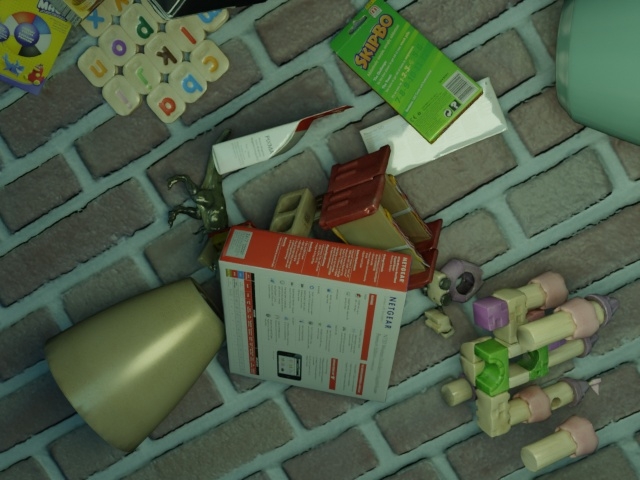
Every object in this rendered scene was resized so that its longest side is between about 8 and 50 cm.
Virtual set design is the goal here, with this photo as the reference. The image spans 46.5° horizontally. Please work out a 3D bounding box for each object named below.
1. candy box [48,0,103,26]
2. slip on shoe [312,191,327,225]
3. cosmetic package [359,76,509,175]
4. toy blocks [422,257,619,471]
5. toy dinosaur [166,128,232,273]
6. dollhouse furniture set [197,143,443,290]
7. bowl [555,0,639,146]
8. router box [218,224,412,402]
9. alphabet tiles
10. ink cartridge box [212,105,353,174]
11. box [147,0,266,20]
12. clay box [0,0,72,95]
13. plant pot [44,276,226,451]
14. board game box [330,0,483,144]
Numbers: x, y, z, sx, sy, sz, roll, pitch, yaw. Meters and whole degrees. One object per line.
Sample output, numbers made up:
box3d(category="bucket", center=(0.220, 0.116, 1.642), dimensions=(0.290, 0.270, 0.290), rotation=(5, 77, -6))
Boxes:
box3d(category="candy box", center=(-0.452, -0.477, 1.281), dimensions=(0.186, 0.053, 0.109), rotation=(45, 65, -22))
box3d(category="slip on shoe", center=(-0.003, -0.051, 1.373), dimensions=(0.135, 0.051, 0.041), rotation=(-20, 136, 2))
box3d(category="cosmetic package", center=(0.198, -0.195, 1.311), dimensions=(0.239, 0.060, 0.099), rotation=(-21, 97, 10))
box3d(category="toy blocks", center=(0.377, 0.181, 1.301), dimensions=(0.260, 0.309, 0.289), rotation=(-16, 112, -23))
box3d(category="toy dinosaur", center=(-0.224, -0.074, 1.387), dimensions=(0.118, 0.064, 0.268), rotation=(0, 99, -7))
box3d(category="dollhouse furniture set", center=(0.000, 0.000, 1.316), dimensions=(0.374, 0.152, 0.201), rotation=(-16, 130, 30))
box3d(category="bowl", center=(0.465, -0.295, 1.165), dimensions=(0.163, 0.311, 0.312), rotation=(5, 101, 26))
box3d(category="router box", center=(-0.013, 0.138, 1.291), dimensions=(0.301, 0.082, 0.335), rotation=(10, 138, 5))
box3d(category="alphabet tiles", center=(-0.309, -0.370, 1.366), dimensions=(0.284, 0.021, 0.278), rotation=(-41, 90, 11))
box3d(category="ink cartridge box", center=(-0.054, -0.175, 1.281), dimensions=(0.232, 0.189, 0.066), rotation=(-11, 99, 8))
box3d(category="box", center=(-0.170, -0.608, 1.049), dimensions=(0.472, 0.480, 0.297), rotation=(48, 121, -2))
box3d(category="clay box", center=(-0.524, -0.387, 1.337), dimensions=(0.127, 0.053, 0.222), rotation=(22, 112, -29))
box3d(category="plant pot", center=(-0.309, 0.200, 1.368), dimensions=(0.274, 0.256, 0.256), rotation=(-37, 93, -4))
box3d(category="board game box", center=(0.143, -0.295, 1.278), dimensions=(0.124, 0.039, 0.259), rotation=(-45, 76, 6))
